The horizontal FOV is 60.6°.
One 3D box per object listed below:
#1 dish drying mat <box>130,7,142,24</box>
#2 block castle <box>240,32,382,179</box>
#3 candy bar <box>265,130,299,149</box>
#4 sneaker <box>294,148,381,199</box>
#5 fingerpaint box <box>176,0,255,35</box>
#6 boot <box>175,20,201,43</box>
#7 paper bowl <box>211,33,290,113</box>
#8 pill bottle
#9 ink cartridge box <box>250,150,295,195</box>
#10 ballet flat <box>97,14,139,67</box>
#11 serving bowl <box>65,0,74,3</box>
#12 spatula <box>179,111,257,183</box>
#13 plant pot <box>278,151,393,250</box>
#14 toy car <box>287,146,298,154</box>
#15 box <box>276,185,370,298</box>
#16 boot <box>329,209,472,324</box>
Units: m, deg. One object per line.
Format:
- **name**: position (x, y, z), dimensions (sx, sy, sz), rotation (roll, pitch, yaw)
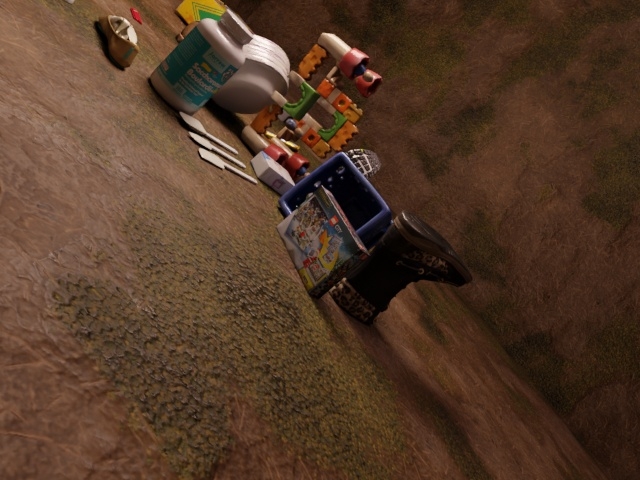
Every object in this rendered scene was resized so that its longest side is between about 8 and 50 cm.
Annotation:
- **dish drying mat**: position (-0.581, -0.710, 1.727), dimensions (0.032, 0.008, 0.083), rotation (36, 19, -45)
- **block castle**: position (-0.008, -0.401, 1.755), dimensions (0.213, 0.453, 0.303), rotation (45, 12, 12)
- **candy bar**: position (-0.152, -0.378, 2.045), dimensions (0.162, 0.018, 0.040), rotation (25, 16, -4)
- **sneaker**: position (0.048, -0.190, 1.708), dimensions (0.121, 0.300, 0.111), rotation (79, -14, -84)
- **fingerpaint box**: position (-0.391, -0.894, 2.476), dimensions (0.371, 0.163, 0.445), rotation (51, 14, 3)
- **boot**: position (-0.382, -0.678, 2.033), dimensions (0.305, 0.115, 0.112), rotation (42, 14, -30)
- **paper bowl**: position (-0.241, -0.501, 1.709), dimensions (0.284, 0.284, 0.148), rotation (28, 61, -56)
- **pill bottle**: position (-0.294, -0.455, 1.388), dimensions (0.146, 0.264, 0.146), rotation (45, 15, -15)
- **ink cartridge box**: position (-0.139, -0.195, 1.611), dimensions (0.122, 0.052, 0.088), rotation (37, 18, -44)
- **ballet flat**: position (-0.481, -0.496, 1.327), dimensions (0.080, 0.073, 0.232), rotation (33, 21, -50)
- **serving bowl**: position (-0.615, -0.602, 1.295), dimensions (0.083, 0.027, 0.083), rotation (46, 13, -14)
- **spatula**: position (-0.259, -0.233, 1.417), dimensions (0.168, 0.019, 0.242), rotation (55, 15, 27)
- **plant pot**: position (0.062, -0.069, 1.539), dimensions (0.236, 0.236, 0.212), rotation (55, 8, 23)
- **toy car**: position (-0.126, -0.319, 2.037), dimensions (0.060, 0.040, 0.122), rotation (27, 28, 4)
- **box**: position (0.000, 0.000, 1.292), dimensions (0.044, 0.159, 0.233), rotation (34, 20, -46)
- **boot**: position (0.216, 0.097, 1.429), dimensions (0.377, 0.284, 0.138), rotation (29, 23, -51)
